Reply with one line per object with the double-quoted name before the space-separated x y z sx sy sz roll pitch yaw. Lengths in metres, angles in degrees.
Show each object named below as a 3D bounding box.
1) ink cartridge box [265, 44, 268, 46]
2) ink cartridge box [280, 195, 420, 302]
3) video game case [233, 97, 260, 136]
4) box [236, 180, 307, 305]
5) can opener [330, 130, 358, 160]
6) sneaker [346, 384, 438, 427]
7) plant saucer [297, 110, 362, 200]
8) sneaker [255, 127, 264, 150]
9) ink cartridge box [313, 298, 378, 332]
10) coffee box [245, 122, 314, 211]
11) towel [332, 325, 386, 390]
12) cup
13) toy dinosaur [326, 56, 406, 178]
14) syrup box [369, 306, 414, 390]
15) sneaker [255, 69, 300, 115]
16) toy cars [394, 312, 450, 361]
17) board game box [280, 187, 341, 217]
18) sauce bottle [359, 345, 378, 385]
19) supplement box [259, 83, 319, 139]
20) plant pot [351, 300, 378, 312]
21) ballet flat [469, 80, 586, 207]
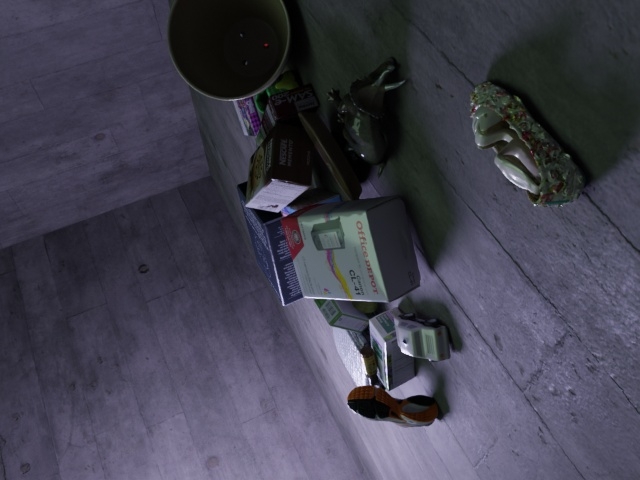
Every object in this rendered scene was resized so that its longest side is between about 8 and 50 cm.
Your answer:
"ink cartridge box" -0.185 -0.619 1.758 0.115 0.062 0.029 93 154 -59
"ink cartridge box" 0.067 0.023 1.399 0.306 0.131 0.226 -3 106 50
"video game case" -0.309 -0.542 2.360 0.210 0.041 0.232 30 140 68
"box" -0.131 -0.014 2.147 0.293 0.211 0.396 51 157 47
"can opener" 0.072 -0.241 1.424 0.059 0.073 0.186 32 -177 -23
"sneaker" 0.205 0.494 1.663 0.121 0.262 0.099 74 -152 -52
"plant saucer" 0.030 -0.215 1.474 0.278 0.041 0.278 59 -179 -2
"sneaker" -0.220 -0.374 2.259 0.192 0.064 0.086 114 140 -70
"ink cartridge box" 0.086 0.216 1.750 0.209 0.062 0.109 21 -153 -46
"coffee box" -0.125 -0.205 1.700 0.297 0.118 0.168 150 126 -65
"towel" 0.137 0.334 1.882 0.284 0.121 0.235 -125 21 -46
"cup" -0.219 -0.546 1.590 0.237 0.331 0.331 -42 -68 -77
"toy dinosaur" 0.090 -0.238 1.213 0.160 0.120 0.314 -108 11 -48
"syrup box" 0.204 0.309 1.637 0.093 0.096 0.237 52 160 44
"sneaker" -0.146 -0.432 1.767 0.110 0.123 0.295 67 166 3
"toy cars" 0.181 0.170 1.471 0.394 0.087 0.177 57 148 36
"board game box" 0.000 0.000 1.832 0.232 0.141 0.291 28 138 68
"sauce bottle" 0.144 0.363 1.662 0.042 0.042 0.128 44 155 58
"supplement box" -0.095 -0.359 1.677 0.073 0.130 0.239 68 165 4
"plant pot" 0.139 0.157 1.709 0.083 0.083 0.079 57 150 37
"ballet flat" 0.265 -0.138 0.804 0.091 0.077 0.241 86 158 -52
